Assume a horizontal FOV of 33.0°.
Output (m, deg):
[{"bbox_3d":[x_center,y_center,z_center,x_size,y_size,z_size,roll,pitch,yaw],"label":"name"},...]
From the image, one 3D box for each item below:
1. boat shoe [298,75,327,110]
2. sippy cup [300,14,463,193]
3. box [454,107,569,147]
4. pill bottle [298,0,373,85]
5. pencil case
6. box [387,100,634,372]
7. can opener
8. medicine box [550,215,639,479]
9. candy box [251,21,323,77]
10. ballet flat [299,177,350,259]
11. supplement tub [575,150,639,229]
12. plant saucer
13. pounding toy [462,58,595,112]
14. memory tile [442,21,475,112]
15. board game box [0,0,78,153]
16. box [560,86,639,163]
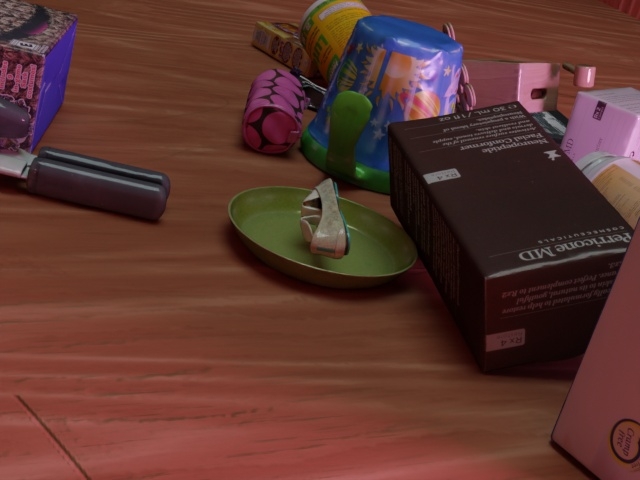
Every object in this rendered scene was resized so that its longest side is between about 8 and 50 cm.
[{"bbox_3d":[-0.029,-0.255,1.874,0.125,0.046,0.038,25,19,1],"label":"boat shoe"},{"bbox_3d":[0.108,-0.215,1.647,0.240,0.224,0.305,9,25,-15],"label":"sippy cup"},{"bbox_3d":[0.302,-0.209,1.936,0.307,0.076,0.242,7,26,-19],"label":"box"},{"bbox_3d":[0.068,-0.319,1.923,0.136,0.136,0.245,-1,45,-34],"label":"pill bottle"},{"bbox_3d":[-0.067,-0.202,1.681,0.098,0.095,0.209,28,24,-11],"label":"pencil case"},{"bbox_3d":[0.219,-0.020,1.305,0.191,0.143,0.381,-11,35,-9],"label":"box"},{"bbox_3d":[-0.317,-0.103,1.290,0.283,0.095,0.076,13,24,-7],"label":"can opener"},{"bbox_3d":[0.407,0.107,1.070,0.289,0.263,0.149,-5,30,-40],"label":"medicine box"},{"bbox_3d":[-0.037,-0.375,2.124,0.109,0.053,0.187,-7,31,-41],"label":"candy box"},{"bbox_3d":[0.000,-0.032,1.293,0.052,0.057,0.168,2,25,-8],"label":"ballet flat"},{"bbox_3d":[0.452,-0.034,1.558,0.144,0.144,0.200,0,28,-32],"label":"supplement tub"},{"bbox_3d":[0.000,0.000,1.335,0.241,0.037,0.241,13,23,-6],"label":"plant saucer"},{"bbox_3d":[0.361,-0.252,1.811,0.206,0.094,0.181,13,15,41],"label":"pounding toy"},{"bbox_3d":[0.217,-0.266,1.742,0.012,0.148,0.113,-15,-16,-5],"label":"memory tile"},{"bbox_3d":[-0.495,-0.244,1.434,0.291,0.141,0.232,13,24,-8],"label":"board game box"},{"bbox_3d":[0.491,-0.149,1.792,0.119,0.181,0.182,31,28,36],"label":"box"}]
